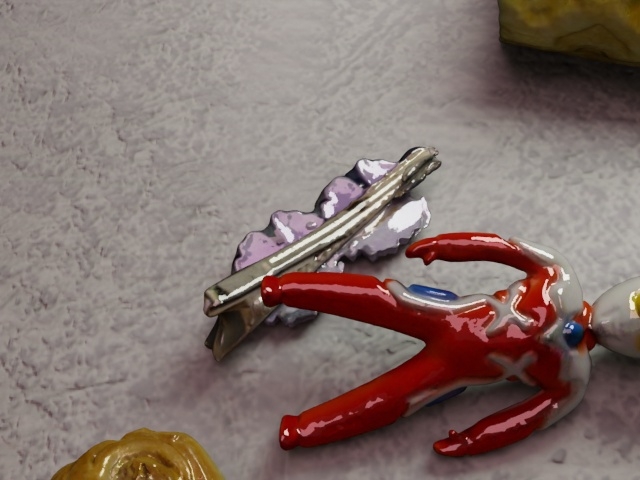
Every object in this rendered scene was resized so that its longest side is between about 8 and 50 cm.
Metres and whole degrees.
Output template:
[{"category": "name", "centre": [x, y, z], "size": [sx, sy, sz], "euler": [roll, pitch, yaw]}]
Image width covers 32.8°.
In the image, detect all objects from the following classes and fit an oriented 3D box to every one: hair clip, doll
[{"category": "hair clip", "centre": [0.000, 0.000, 1.006], "size": [0.292, 0.084, 0.106], "euler": [-37, 58, -20]}, {"category": "doll", "centre": [0.146, 0.083, 0.915], "size": [0.383, 0.099, 0.188], "euler": [-9, 95, 1]}]

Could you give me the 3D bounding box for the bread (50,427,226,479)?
[{"category": "bread", "centre": [-0.166, 0.264, 0.844], "size": [0.236, 0.120, 0.198], "euler": [-28, 60, -9]}]

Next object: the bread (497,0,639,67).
[{"category": "bread", "centre": [0.298, -0.270, 1.056], "size": [0.252, 0.238, 0.196], "euler": [7, 96, 3]}]
